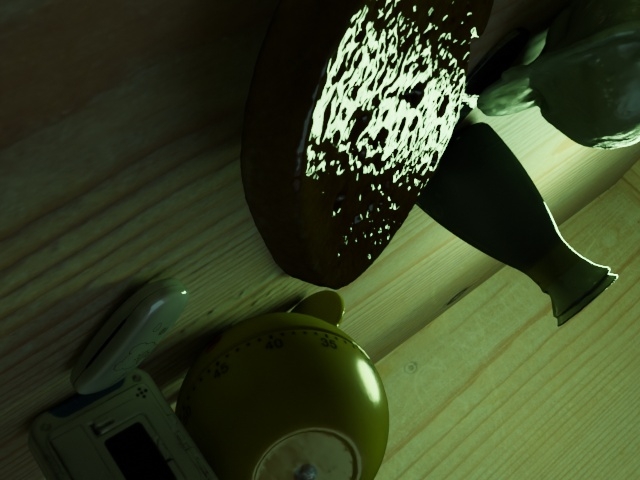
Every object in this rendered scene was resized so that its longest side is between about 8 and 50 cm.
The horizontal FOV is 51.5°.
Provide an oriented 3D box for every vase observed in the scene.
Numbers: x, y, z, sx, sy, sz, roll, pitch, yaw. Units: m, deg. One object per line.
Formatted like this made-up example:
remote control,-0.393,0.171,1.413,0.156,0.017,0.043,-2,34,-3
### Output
vase,0.307,-0.021,1.053,0.173,0.321,0.173,-40,167,-11

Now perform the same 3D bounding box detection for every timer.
timer,-0.067,0.269,1.094,0.376,0.376,0.387,-39,-154,1
timer,-0.245,0.301,0.862,0.178,0.253,0.078,-27,159,-37

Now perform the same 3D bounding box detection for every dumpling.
dumpling,0.382,-0.223,0.903,0.270,0.212,0.321,-38,157,-18

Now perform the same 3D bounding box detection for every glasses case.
glasses case,-0.225,0.114,0.778,0.193,0.049,0.074,-48,161,23

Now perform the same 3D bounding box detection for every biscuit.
biscuit,0.052,-0.127,0.609,0.350,0.070,0.394,-54,159,-21

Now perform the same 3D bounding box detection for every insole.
insole,0.193,-0.179,0.961,0.110,0.012,0.309,-17,152,-53

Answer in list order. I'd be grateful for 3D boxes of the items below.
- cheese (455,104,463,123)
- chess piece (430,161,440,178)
cheese,0.120,-0.147,0.840,0.191,0.042,0.105,-19,153,-47
chess piece,0.132,-0.106,0.955,0.083,0.038,0.084,-27,156,-13
